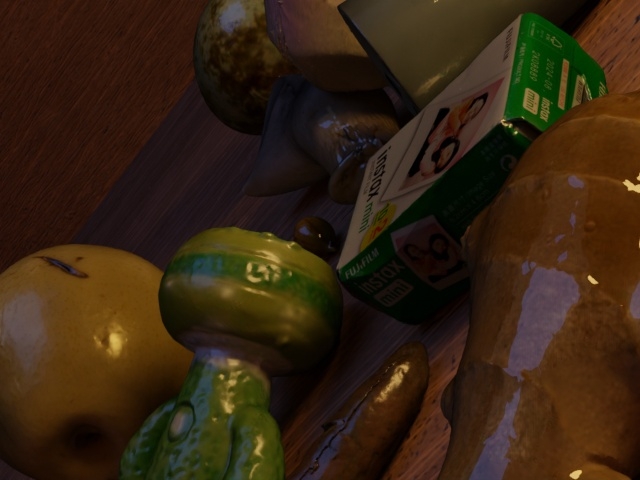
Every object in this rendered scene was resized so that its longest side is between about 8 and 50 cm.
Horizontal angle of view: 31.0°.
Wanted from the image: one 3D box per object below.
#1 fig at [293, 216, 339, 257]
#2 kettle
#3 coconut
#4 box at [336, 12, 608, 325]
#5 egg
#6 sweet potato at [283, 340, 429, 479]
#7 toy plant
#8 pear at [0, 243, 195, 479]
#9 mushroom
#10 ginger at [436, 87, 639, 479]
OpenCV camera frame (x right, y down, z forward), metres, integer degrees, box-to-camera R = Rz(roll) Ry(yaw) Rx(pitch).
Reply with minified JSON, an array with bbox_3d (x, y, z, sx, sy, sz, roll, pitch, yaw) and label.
[{"bbox_3d":[0.000,0.000,1.341,0.050,0.050,0.083,-57,30,-4],"label":"fig"},{"bbox_3d":[0.163,-0.228,1.131,0.243,0.160,0.210,-36,-11,3],"label":"kettle"},{"bbox_3d":[0.042,-0.294,1.288,0.227,0.227,0.230,-89,-7,-62],"label":"coconut"},{"bbox_3d":[0.126,-0.054,0.978,0.250,0.103,0.180,-41,21,40],"label":"box"},{"bbox_3d":[-0.082,-0.284,1.803,0.289,0.238,0.238,111,180,-51],"label":"egg"},{"bbox_3d":[0.005,0.192,0.904,0.273,0.075,0.075,-56,16,-8],"label":"sweet potato"},{"bbox_3d":[-0.101,0.160,1.120,0.224,0.184,0.315,-8,58,45],"label":"toy plant"},{"bbox_3d":[-0.286,0.161,1.414,0.309,0.309,0.309,-49,17,21],"label":"pear"},{"bbox_3d":[0.012,-0.128,1.421,0.177,0.126,0.397,-68,18,-5],"label":"mushroom"},{"bbox_3d":[0.172,0.076,0.640,0.236,0.166,0.375,-1,71,27],"label":"ginger"}]
